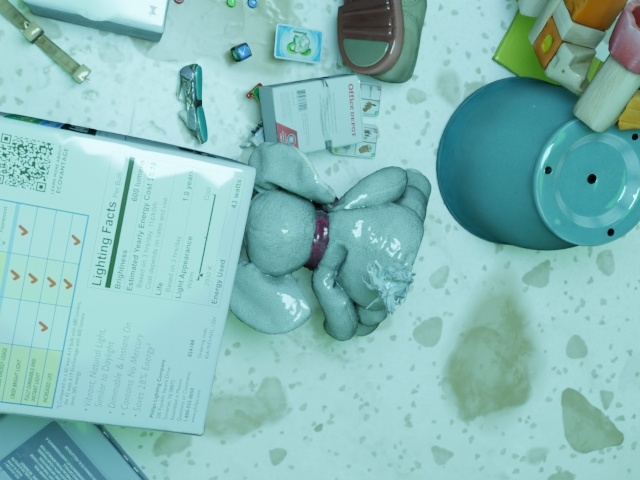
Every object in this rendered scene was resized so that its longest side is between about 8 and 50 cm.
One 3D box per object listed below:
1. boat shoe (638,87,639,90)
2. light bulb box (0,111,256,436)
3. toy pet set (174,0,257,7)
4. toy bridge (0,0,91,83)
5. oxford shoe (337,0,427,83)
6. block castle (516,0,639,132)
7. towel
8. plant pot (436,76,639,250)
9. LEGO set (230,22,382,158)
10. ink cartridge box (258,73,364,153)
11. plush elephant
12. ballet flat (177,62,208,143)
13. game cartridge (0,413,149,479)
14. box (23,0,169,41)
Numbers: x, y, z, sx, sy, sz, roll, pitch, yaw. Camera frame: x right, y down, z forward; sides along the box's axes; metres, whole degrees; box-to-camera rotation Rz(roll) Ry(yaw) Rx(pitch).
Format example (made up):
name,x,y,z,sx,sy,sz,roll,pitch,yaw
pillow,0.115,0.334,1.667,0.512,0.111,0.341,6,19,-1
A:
name,x,y,z,sx,sy,sz,roll,pitch,yaw
boat shoe,0.550,-0.198,1.390,0.072,0.068,0.190,-5,106,-42
light bulb box,-0.306,0.034,1.097,0.361,0.225,0.358,11,95,-16
toy pet set,-0.142,-0.389,1.170,0.122,0.065,0.114,-3,98,-16
toy bridge,-0.382,-0.277,1.119,0.188,0.063,0.026,43,85,-18
oxford shoe,0.096,-0.400,1.229,0.130,0.123,0.348,12,83,-58
block castle,0.459,-0.351,1.144,0.303,0.453,0.213,8,139,-15
towel,0.393,-0.274,1.359,0.237,0.021,0.102,29,85,-17
plant pot,0.344,-0.102,1.232,0.271,0.255,0.272,-3,102,-13
LEGO set,-0.024,-0.222,1.244,0.244,0.060,0.182,2,96,-27
ink cartridge box,-0.012,-0.180,1.196,0.135,0.056,0.099,-13,108,-24
plush elephant,0.000,0.000,1.171,0.255,0.330,0.272,21,99,1
ballet flat,-0.185,-0.195,1.203,0.041,0.041,0.114,-6,99,-15
game cartridge,-0.370,0.362,1.213,0.196,0.060,0.294,-38,105,-12
box,-0.282,-0.373,1.102,0.181,0.119,0.182,10,95,-14
